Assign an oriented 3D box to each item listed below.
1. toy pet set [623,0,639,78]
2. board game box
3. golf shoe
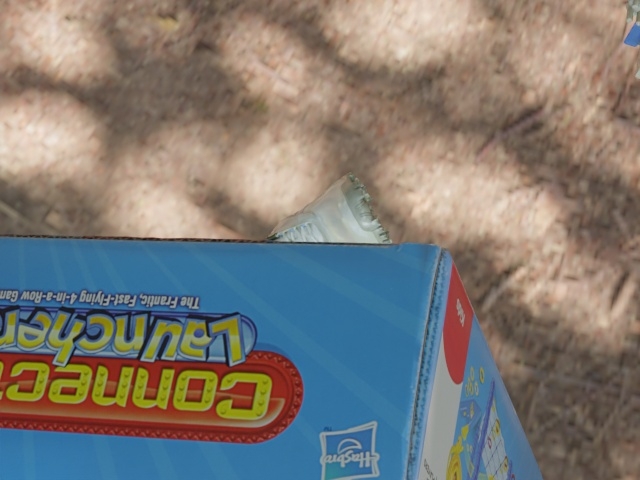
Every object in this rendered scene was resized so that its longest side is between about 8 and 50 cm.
[{"bbox_3d":[0.282,-0.167,1.251,0.122,0.065,0.114,18,146,-3],"label":"toy pet set"},{"bbox_3d":[-0.075,0.107,0.613,0.302,0.086,0.308,1,151,19],"label":"board game box"},{"bbox_3d":[0.000,0.000,1.289,0.069,0.086,0.176,62,167,3],"label":"golf shoe"}]
